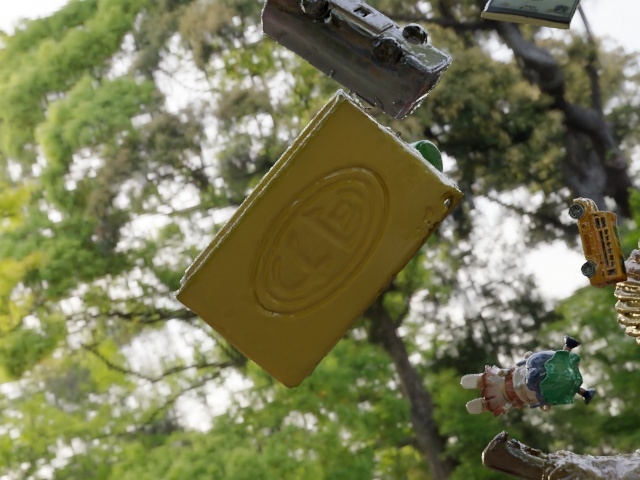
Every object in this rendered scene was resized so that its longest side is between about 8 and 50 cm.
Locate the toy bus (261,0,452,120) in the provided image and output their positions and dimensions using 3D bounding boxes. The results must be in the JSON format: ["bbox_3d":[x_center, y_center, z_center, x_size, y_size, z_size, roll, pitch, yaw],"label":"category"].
[{"bbox_3d":[0.052,-0.324,1.800,0.112,0.317,0.138,-35,-24,-49],"label":"toy bus"}]

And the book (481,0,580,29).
[{"bbox_3d":[0.395,-0.461,1.946,0.158,0.231,0.026,13,-37,21],"label":"book"}]

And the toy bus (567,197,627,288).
[{"bbox_3d":[0.497,0.000,1.962,0.074,0.162,0.070,-15,-16,27],"label":"toy bus"}]

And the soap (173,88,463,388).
[{"bbox_3d":[0.000,-0.001,1.319,0.324,0.204,0.096,-51,6,8],"label":"soap"}]

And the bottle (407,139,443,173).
[{"bbox_3d":[0.095,-0.122,2.179,0.093,0.093,0.330,-2,-8,-42],"label":"bottle"}]

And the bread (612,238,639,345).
[{"bbox_3d":[0.670,0.089,1.966,0.274,0.274,0.149,-17,-1,-6],"label":"bread"}]

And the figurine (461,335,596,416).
[{"bbox_3d":[0.330,0.219,1.741,0.195,0.111,0.102,-16,-7,41],"label":"figurine"}]

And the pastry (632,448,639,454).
[{"bbox_3d":[0.569,0.420,1.613,0.162,0.311,0.255,16,-69,-55],"label":"pastry"}]

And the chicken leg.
[{"bbox_3d":[0.400,0.394,1.473,0.410,0.295,0.182,17,11,23],"label":"chicken leg"}]
